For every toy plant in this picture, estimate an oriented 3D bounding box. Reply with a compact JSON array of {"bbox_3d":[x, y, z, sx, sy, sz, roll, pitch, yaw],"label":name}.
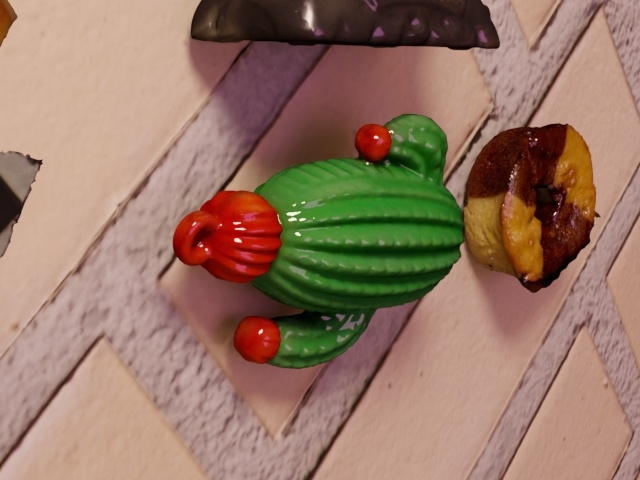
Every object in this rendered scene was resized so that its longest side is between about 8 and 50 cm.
[{"bbox_3d":[0.004,0.009,0.848,0.240,0.088,0.155,-30,134,-37],"label":"toy plant"}]

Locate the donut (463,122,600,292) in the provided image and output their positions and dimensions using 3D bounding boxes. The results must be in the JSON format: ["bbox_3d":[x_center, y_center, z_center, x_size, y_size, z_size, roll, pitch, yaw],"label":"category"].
[{"bbox_3d":[0.167,-0.028,1.067,0.140,0.059,0.141,-12,106,-49],"label":"donut"}]

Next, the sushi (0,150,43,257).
[{"bbox_3d":[-0.252,0.076,0.493,0.294,0.059,0.292,19,99,-51],"label":"sushi"}]

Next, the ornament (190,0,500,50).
[{"bbox_3d":[0.019,-0.245,0.824,0.251,0.106,0.261,-11,100,-52],"label":"ornament"}]

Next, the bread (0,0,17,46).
[{"bbox_3d":[-0.270,-0.162,0.468,0.138,0.077,0.361,-52,134,-17],"label":"bread"}]
